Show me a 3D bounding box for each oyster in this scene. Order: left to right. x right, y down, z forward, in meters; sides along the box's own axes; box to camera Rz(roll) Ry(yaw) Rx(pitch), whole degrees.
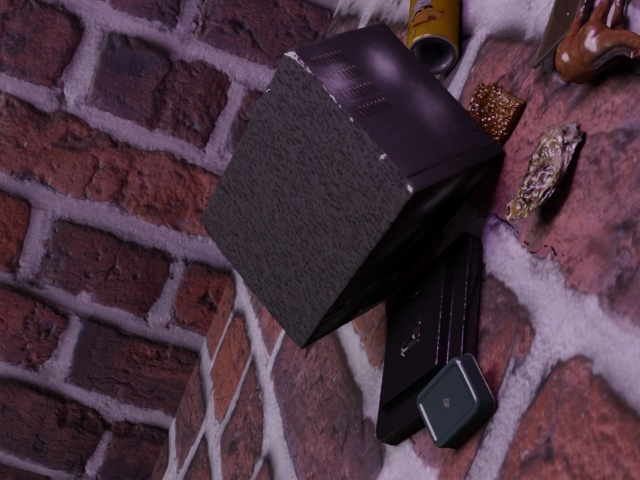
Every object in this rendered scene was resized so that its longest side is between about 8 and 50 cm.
[{"bbox_3d":[0.300,-0.093,1.264,0.108,0.053,0.166,-21,42,58],"label":"oyster"}]

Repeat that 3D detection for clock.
[{"bbox_3d":[0.159,0.152,1.465,0.279,0.049,0.273,129,157,-52],"label":"clock"}]

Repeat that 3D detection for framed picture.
[{"bbox_3d":[0.360,-0.333,1.390,0.149,0.011,0.109,-66,11,-28],"label":"framed picture"}]

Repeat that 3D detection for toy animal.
[{"bbox_3d":[0.367,-0.254,1.183,0.224,0.066,0.230,-47,17,54],"label":"toy animal"}]

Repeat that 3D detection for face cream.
[{"bbox_3d":[0.235,-0.490,1.937,0.105,0.105,0.349,125,160,-48],"label":"face cream"}]

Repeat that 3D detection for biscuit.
[{"bbox_3d":[0.272,-0.196,1.556,0.206,0.025,0.126,-118,49,-72],"label":"biscuit"}]

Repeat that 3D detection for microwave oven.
[{"bbox_3d":[0.030,-0.093,1.585,0.236,0.374,0.432,-24,-24,-41],"label":"microwave oven"}]

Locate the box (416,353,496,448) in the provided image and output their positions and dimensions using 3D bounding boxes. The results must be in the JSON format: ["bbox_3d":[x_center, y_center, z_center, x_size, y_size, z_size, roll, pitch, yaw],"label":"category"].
[{"bbox_3d":[0.179,0.217,1.270,0.126,0.031,0.091,-56,45,43],"label":"box"}]
